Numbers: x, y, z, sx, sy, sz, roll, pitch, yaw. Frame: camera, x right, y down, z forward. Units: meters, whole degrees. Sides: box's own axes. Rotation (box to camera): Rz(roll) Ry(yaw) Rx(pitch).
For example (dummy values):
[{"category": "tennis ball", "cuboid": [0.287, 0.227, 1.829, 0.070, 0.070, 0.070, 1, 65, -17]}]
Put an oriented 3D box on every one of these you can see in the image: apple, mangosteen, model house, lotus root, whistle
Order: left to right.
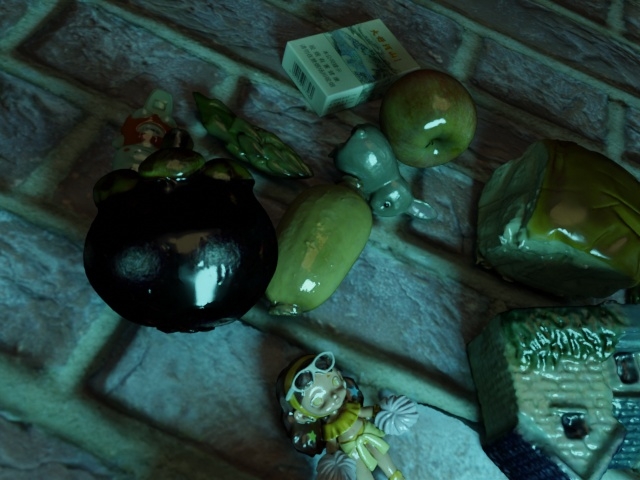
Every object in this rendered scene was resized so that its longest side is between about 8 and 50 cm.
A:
[{"category": "whistle", "cuboid": [-0.297, -0.164, 0.945, 0.102, 0.106, 0.253, 38, 45, -43]}, {"category": "mangosteen", "cuboid": [-0.195, -0.007, 0.789, 0.287, 0.233, 0.287, -6, 61, 11]}, {"category": "lotus root", "cuboid": [-0.002, -0.002, 0.914, 0.146, 0.131, 0.303, 30, 57, 1]}, {"category": "apple", "cuboid": [0.210, -0.244, 1.082, 0.188, 0.188, 0.174, -3, 58, -18]}, {"category": "model house", "cuboid": [0.404, 0.262, 0.822, 0.298, 0.243, 0.284, 0, 65, -3]}]

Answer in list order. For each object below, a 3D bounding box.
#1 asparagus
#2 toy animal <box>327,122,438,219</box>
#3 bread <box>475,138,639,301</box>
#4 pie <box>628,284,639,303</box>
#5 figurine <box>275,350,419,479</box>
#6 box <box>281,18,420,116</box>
[{"category": "asparagus", "cuboid": [-0.134, -0.184, 1.015, 0.287, 0.080, 0.080, 30, 57, 12]}, {"category": "toy animal", "cuboid": [0.117, -0.109, 1.024, 0.108, 0.138, 0.236, -38, 92, -10]}, {"category": "bread", "cuboid": [0.461, -0.039, 1.013, 0.279, 0.225, 0.250, 23, 59, -8]}, {"category": "pie", "cuboid": [0.750, 0.147, 1.063, 0.288, 0.103, 0.355, 25, 62, -2]}, {"category": "figurine", "cuboid": [0.034, 0.268, 0.781, 0.175, 0.116, 0.240, -38, 83, -28]}, {"category": "box", "cuboid": [0.067, -0.381, 1.187, 0.256, 0.069, 0.164, -25, 71, -26]}]
